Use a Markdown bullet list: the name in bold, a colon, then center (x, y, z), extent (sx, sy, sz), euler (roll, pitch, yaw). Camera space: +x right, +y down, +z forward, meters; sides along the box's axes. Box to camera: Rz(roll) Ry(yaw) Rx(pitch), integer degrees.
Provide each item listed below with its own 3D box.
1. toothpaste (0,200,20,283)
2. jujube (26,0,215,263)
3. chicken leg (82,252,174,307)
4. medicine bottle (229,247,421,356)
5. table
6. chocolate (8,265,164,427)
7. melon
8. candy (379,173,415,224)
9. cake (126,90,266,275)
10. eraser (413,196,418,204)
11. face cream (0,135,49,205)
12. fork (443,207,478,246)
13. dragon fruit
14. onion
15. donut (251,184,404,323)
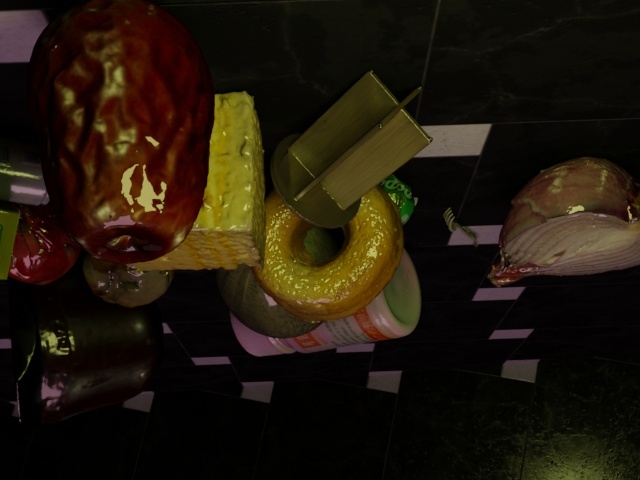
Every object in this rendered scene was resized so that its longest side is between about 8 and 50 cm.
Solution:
- **toothpaste**: center (-0.563, -0.022, 1.486), extent (0.077, 0.110, 0.327), euler (8, -174, -32)
- **jujube**: center (-0.229, -0.135, 1.077), extent (0.223, 0.318, 0.223), euler (-6, 154, -3)
- **chicken leg**: center (-0.362, 0.008, 1.784), extent (0.201, 0.153, 0.429), euler (-10, 156, -14)
- **medicine bottle**: center (0.008, 0.132, 2.037), extent (0.388, 0.219, 0.219), euler (-12, 159, 31)
- **table**: center (0.053, -0.141, 1.370), extent (0.167, 0.167, 0.226), euler (10, 149, -32)
- **chocolate**: center (-0.514, 0.222, 2.056), extent (0.331, 0.384, 0.383), euler (-3, 162, -16)
- **melon**: center (-0.079, 0.057, 1.772), extent (0.248, 0.249, 0.329), euler (-4, 158, 6)
- **candy**: center (0.099, -0.007, 1.742), extent (0.097, 0.097, 0.323), euler (2, 148, -12)
- **cake**: center (-0.230, -0.078, 1.385), extent (0.286, 0.222, 0.227), euler (-2, 160, 1)
- **eraser**: center (0.148, -0.062, 1.783), extent (0.027, 0.019, 0.099), euler (-6, 168, -38)
- **face cream**: center (-0.462, -0.107, 1.465), extent (0.251, 0.101, 0.101), euler (10, 158, -31)
- **fork**: center (0.289, -0.021, 1.909), extent (0.028, 0.034, 0.219), euler (-35, 154, 11)
- **dragon fruit**: center (-0.509, -0.007, 1.646), extent (0.172, 0.172, 0.209), euler (-2, 171, 0)
- **onion**: center (0.432, -0.038, 1.669), extent (0.267, 0.159, 0.348), euler (28, 146, -35)
- **donut**: center (0.001, -0.002, 1.549), extent (0.277, 0.278, 0.108), euler (-5, 173, 8)
